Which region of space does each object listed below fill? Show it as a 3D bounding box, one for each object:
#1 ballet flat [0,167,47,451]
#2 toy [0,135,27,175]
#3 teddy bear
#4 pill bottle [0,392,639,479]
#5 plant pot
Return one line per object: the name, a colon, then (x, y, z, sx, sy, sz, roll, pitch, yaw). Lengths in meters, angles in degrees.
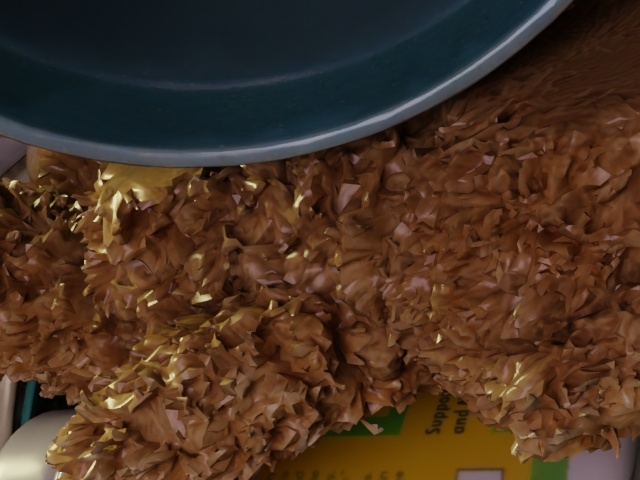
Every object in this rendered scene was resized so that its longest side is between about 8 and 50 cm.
ballet flat: (-0.146, 0.085, 0.721, 0.086, 0.086, 0.248, 6, 93, 26)
toy: (-0.193, -0.024, 0.716, 0.237, 0.137, 0.056, -41, 45, 19)
teddy bear: (0.000, 0.000, 0.566, 0.338, 0.245, 0.113, -12, 118, 25)
pill bottle: (0.008, 0.106, 0.621, 0.246, 0.136, 0.136, -4, 89, 26)
plant pot: (-0.033, -0.194, 0.538, 0.272, 0.255, 0.271, 1, 114, 2)
